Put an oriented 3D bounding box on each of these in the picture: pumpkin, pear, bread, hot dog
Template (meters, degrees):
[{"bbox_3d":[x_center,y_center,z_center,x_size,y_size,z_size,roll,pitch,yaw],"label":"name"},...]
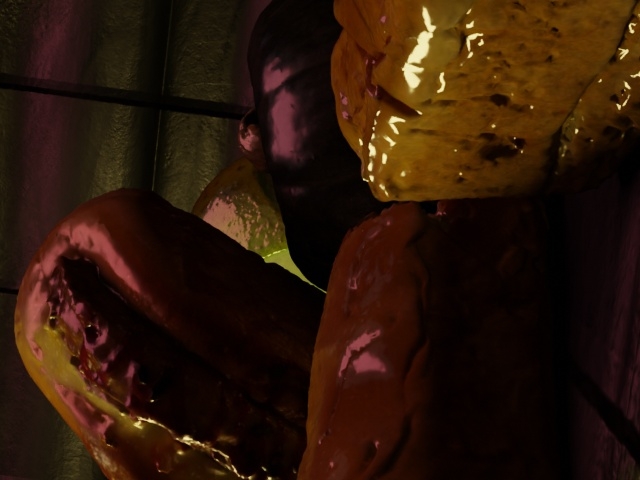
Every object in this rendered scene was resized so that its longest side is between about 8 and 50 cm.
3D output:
[{"bbox_3d":[0.035,-0.085,1.060,0.300,0.207,0.300,169,90,-88],"label":"pumpkin"},{"bbox_3d":[0.000,0.000,1.343,0.286,0.281,0.176,101,168,-55],"label":"pear"},{"bbox_3d":[0.092,-0.127,0.574,0.294,0.166,0.132,100,177,-63],"label":"bread"},{"bbox_3d":[-0.060,0.136,1.038,0.185,0.405,0.223,-52,21,20],"label":"hot dog"},{"bbox_3d":[0.063,0.113,0.804,0.195,0.148,0.344,101,177,-51],"label":"bread"}]
